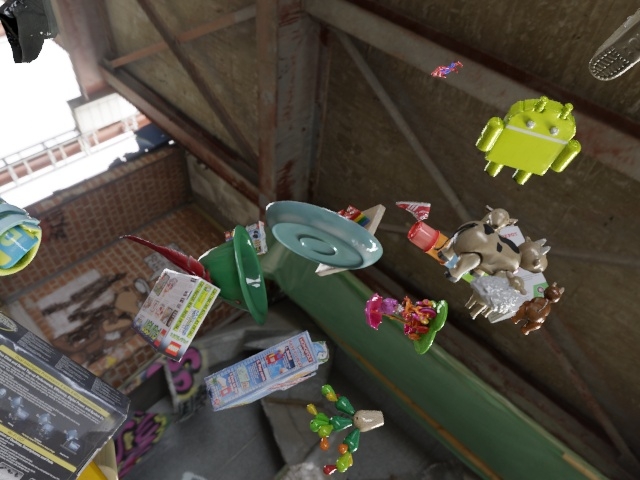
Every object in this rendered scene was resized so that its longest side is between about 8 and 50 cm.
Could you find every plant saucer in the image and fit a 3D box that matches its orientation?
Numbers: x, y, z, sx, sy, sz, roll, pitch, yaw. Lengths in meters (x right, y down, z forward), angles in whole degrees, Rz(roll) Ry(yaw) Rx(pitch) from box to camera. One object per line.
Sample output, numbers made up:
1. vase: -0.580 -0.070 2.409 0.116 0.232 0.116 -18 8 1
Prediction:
1. plant saucer: 0.000 0.000 1.256 0.317 0.044 0.318 19 -19 7

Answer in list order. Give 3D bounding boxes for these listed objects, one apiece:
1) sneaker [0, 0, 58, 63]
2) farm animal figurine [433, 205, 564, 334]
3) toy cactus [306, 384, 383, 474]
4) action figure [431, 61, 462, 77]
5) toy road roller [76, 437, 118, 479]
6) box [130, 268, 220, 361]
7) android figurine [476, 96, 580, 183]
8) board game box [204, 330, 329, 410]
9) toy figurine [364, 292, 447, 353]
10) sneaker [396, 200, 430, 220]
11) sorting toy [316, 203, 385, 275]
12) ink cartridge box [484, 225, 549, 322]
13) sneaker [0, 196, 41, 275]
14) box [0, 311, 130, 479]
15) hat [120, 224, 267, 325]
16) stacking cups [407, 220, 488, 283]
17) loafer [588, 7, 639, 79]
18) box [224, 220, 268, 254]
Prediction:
1. sneaker: -0.490 -0.385 0.814 0.051 0.089 0.170 9 -58 24
2. farm animal figurine: 0.411 0.028 1.129 0.172 0.326 0.331 -52 -139 29
3. toy cactus: 0.063 0.456 1.214 0.219 0.180 0.112 -105 -168 -55
4. action figure: 0.362 -0.491 1.435 0.030 0.115 0.038 64 -30 9
5. toy road roller: -0.626 0.471 1.085 0.202 0.240 0.330 35 -27 59
6. box: -0.228 0.106 0.759 0.036 0.114 0.207 35 -16 -26
7. android figurine: 0.544 -0.259 1.293 0.248 0.056 0.273 17 -35 -2
8. board game box: -0.065 0.224 0.871 0.194 0.194 0.060 -31 -112 22
9. toy figurine: 0.184 0.172 1.149 0.159 0.130 0.173 18 -32 -6
10. sneaker: 0.323 -0.103 1.743 0.118 0.042 0.067 5 -81 7
11. sorting toy: 0.083 -0.016 1.800 0.089 0.257 0.255 38 -28 -19
12. ink cartridge box: 0.611 0.108 1.654 0.278 0.201 0.117 70 -26 20
13. sneaker: -0.558 -0.065 0.780 0.208 0.127 0.319 28 -26 21
14. box: -0.578 0.296 0.814 0.395 0.318 0.097 40 -7 -15
15. hat: -0.209 0.069 0.885 0.173 0.183 0.209 -42 118 -87
16. stacking cups: 0.392 0.059 1.431 0.316 0.096 0.096 30 -31 -7
17. loafer: 0.717 -0.467 1.083 0.101 0.092 0.268 38 -39 -17
18. box: -0.221 0.005 1.472 0.136 0.027 0.094 -15 -102 29
